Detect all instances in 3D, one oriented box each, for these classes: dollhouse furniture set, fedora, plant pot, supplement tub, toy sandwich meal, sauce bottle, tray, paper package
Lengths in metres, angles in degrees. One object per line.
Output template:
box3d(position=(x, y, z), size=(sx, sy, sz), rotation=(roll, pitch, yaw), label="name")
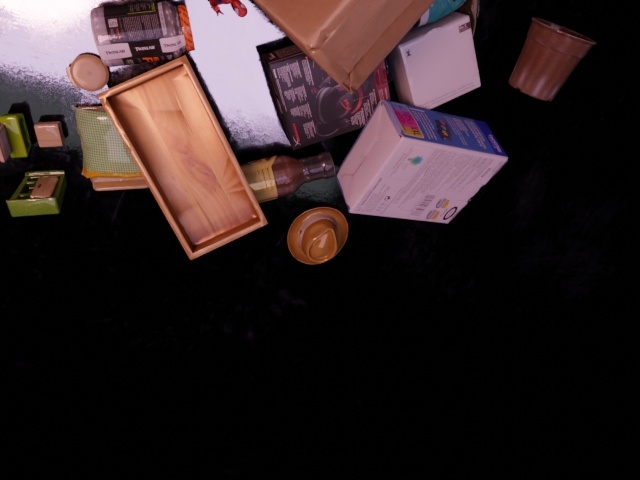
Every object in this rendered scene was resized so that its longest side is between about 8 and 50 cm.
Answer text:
box3d(position=(-0.537, -0.185, 1.130), size=(0.302, 0.151, 0.197), rotation=(-6, 122, -13), label="dollhouse furniture set")
box3d(position=(0.000, 0.000, 1.445), size=(0.195, 0.079, 0.194), rotation=(-8, 122, -12), label="fedora")
box3d(position=(0.580, -0.461, 1.293), size=(0.167, 0.166, 0.165), rotation=(8, 125, -20), label="plant pot")
box3d(position=(-0.366, -0.433, 1.049), size=(0.191, 0.117, 0.116), rotation=(-11, 123, -9), label="supplement tub")
box3d(position=(-0.509, -0.366, 1.103), size=(0.086, 0.029, 0.085), rotation=(-8, 113, -19), label="toy sandwich meal")
box3d(position=(-0.137, -0.156, 1.292), size=(0.345, 0.111, 0.111), rotation=(-14, 123, -9), label="sauce bottle")
box3d(position=(-0.303, -0.181, 1.153), size=(0.203, 0.076, 0.410), rotation=(-26, 110, -4), label="tray")
box3d(position=(0.046, -0.511, 0.981), size=(0.309, 0.324, 0.168), rotation=(-46, 142, 13), label="paper package")

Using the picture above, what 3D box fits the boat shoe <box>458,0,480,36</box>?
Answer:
box3d(position=(0.365, -0.558, 1.226), size=(0.049, 0.056, 0.152), rotation=(-36, 137, -34), label="boat shoe")

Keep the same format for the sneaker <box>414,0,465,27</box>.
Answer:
box3d(position=(0.271, -0.643, 1.106), size=(0.179, 0.123, 0.295), rotation=(-17, 119, -11), label="sneaker")

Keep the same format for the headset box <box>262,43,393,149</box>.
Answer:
box3d(position=(0.035, -0.374, 1.207), size=(0.294, 0.110, 0.217), rotation=(-20, 124, -4), label="headset box")

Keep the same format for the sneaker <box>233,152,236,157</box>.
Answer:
box3d(position=(-0.256, -0.212, 1.273), size=(0.084, 0.031, 0.035), rotation=(5, 133, -14), label="sneaker")

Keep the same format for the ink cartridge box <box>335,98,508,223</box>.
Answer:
box3d(position=(0.279, -0.185, 1.298), size=(0.396, 0.151, 0.270), rotation=(6, 141, -27), label="ink cartridge box")

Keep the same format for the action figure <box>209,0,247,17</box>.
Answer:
box3d(position=(-0.234, -0.564, 1.002), size=(0.092, 0.139, 0.280), rotation=(-36, 126, 8), label="action figure")

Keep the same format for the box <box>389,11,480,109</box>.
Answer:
box3d(position=(0.272, -0.438, 1.233), size=(0.181, 0.119, 0.181), rotation=(-24, 124, -1), label="box")
